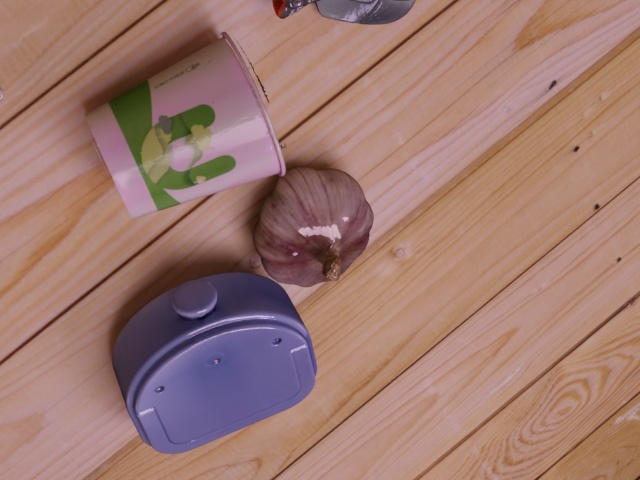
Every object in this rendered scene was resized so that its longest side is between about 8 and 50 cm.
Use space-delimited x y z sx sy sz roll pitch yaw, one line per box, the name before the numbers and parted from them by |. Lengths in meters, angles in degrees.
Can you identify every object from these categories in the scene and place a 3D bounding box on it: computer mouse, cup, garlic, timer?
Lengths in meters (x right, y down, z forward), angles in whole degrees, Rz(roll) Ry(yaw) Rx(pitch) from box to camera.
computer mouse | 0.083 -0.432 1.824 0.229 0.068 0.113 -3 119 -31
cup | -0.222 -0.174 1.706 0.274 0.253 0.253 -23 130 -7
garlic | 0.000 0.000 1.942 0.245 0.253 0.245 -10 122 -16
timer | -0.206 0.206 1.982 0.395 0.173 0.395 -16 139 -14

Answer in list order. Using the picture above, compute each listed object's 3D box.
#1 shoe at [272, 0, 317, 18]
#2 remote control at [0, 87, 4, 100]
shoe | -0.012 -0.430 1.709 0.336 0.132 0.171 13 122 -23
remote control | -0.583 -0.163 1.597 0.230 0.049 0.090 -50 131 6
